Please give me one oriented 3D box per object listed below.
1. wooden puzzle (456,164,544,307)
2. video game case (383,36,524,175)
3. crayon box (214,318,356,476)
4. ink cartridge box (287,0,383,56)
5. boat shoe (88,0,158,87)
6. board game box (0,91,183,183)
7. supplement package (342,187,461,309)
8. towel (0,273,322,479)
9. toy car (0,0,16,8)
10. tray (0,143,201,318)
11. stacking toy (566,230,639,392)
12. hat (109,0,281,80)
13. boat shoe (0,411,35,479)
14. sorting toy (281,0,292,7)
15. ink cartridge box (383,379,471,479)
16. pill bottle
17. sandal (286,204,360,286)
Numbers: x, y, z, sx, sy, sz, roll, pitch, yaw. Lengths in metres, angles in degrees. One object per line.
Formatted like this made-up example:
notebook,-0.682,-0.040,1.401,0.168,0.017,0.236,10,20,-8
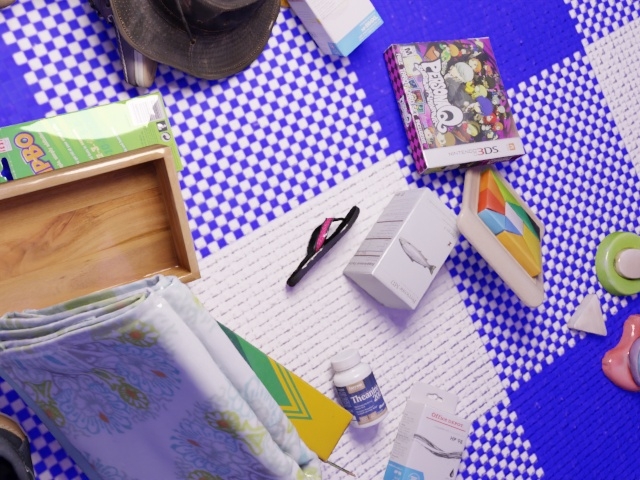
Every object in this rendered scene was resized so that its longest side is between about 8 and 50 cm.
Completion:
wooden puzzle,0.329,-0.028,1.380,0.221,0.044,0.239,46,35,-16
video game case,0.236,-0.241,1.385,0.210,0.042,0.232,-10,79,-24
crayon box,-0.092,0.220,1.153,0.318,0.202,0.081,38,73,-19
ink cartridge box,0.014,-0.382,1.265,0.090,0.092,0.143,-42,118,-7
boat shoe,-0.297,-0.366,1.150,0.092,0.103,0.285,-5,103,1
board game box,-0.341,-0.128,1.147,0.259,0.039,0.124,-19,96,-27
supplement package,0.142,0.014,1.319,0.105,0.105,0.179,40,73,-20
towel,-0.219,0.218,1.008,0.374,0.320,0.090,58,36,-27
toy car,-0.448,-0.371,1.063,0.155,0.149,0.188,38,92,4
tray,-0.387,0.015,1.080,0.411,0.076,0.203,-19,108,-25
stacking toy,0.657,0.135,1.533,0.279,0.130,0.309,35,74,-19
hat,-0.145,-0.390,1.125,0.331,0.134,0.331,-4,96,-47
boat shoe,-0.446,0.476,1.004,0.187,0.156,0.500,4,87,-28
sorting toy,-0.026,-0.556,1.294,0.196,0.047,0.348,18,95,-18
ink cartridge box,0.189,0.343,1.349,0.104,0.060,0.180,23,78,-21
pill bottle,0.061,0.242,1.293,0.067,0.067,0.120,-26,98,-23
sandal,0.000,0.000,1.281,0.040,0.067,0.179,45,73,-4
